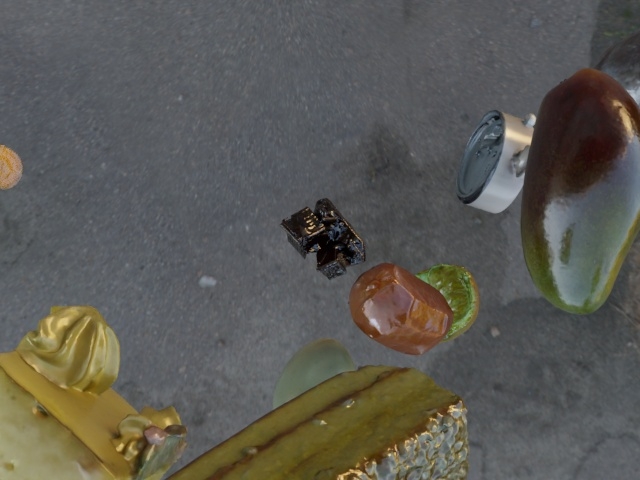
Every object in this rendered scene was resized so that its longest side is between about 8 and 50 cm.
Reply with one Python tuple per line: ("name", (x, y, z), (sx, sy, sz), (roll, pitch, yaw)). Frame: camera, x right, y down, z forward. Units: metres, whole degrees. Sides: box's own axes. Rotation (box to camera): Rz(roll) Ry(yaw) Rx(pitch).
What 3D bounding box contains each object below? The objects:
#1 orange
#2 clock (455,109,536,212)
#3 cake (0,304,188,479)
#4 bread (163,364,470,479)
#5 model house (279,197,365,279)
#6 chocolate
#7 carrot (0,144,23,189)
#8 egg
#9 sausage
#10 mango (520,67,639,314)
("orange", (0.270, 0.163, 1.824), (0.237, 0.179, 0.158), (-22, 148, 9))
("clock", (0.266, -0.124, 1.169), (0.063, 0.229, 0.156), (16, 92, -13))
("cake", (-0.300, 0.236, 0.841), (0.227, 0.222, 0.286), (40, 93, 8))
("bread", (-0.015, 0.202, 0.484), (0.234, 0.110, 0.184), (-22, 121, -33))
("model house", (0.010, -0.003, 1.880), (0.203, 0.164, 0.141), (44, 103, 17))
("chocolate", (0.621, -0.261, 1.492), (0.213, 0.303, 0.303), (-23, 112, 32))
("carrot", (-0.484, -0.093, 0.995), (0.224, 0.057, 0.057), (1, 115, 33))
("egg", (-0.007, 0.341, 1.692), (0.188, 0.188, 0.254), (16, 72, -9))
("sausage", (0.166, 0.144, 1.577), (0.141, 0.153, 0.268), (-43, 135, 18))
("mango", (0.285, -0.055, 0.810), (0.133, 0.111, 0.268), (6, 87, 17))
